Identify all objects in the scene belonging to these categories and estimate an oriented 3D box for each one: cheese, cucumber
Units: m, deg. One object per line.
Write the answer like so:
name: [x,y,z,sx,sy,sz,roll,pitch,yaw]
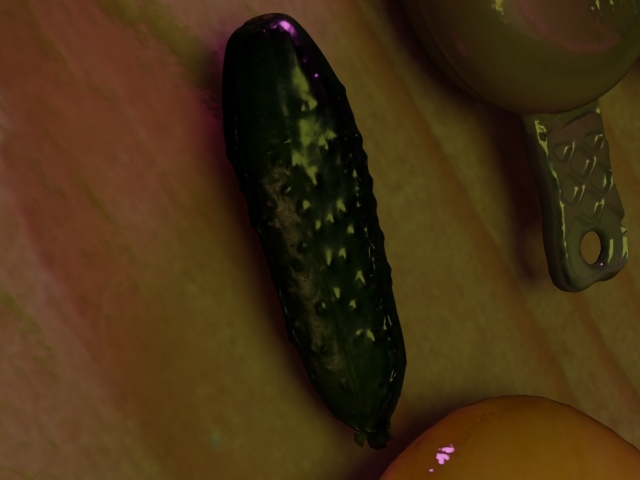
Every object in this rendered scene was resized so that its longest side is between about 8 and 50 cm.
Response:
cheese: [0.123,-0.112,0.742,0.163,0.082,0.286,-23,105,-30]
cucumber: [0.000,0.000,0.672,0.069,0.069,0.227,-24,108,-30]

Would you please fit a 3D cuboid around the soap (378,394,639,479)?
soap: [0.088,0.290,0.688,0.306,0.115,0.427,38,61,-20]
